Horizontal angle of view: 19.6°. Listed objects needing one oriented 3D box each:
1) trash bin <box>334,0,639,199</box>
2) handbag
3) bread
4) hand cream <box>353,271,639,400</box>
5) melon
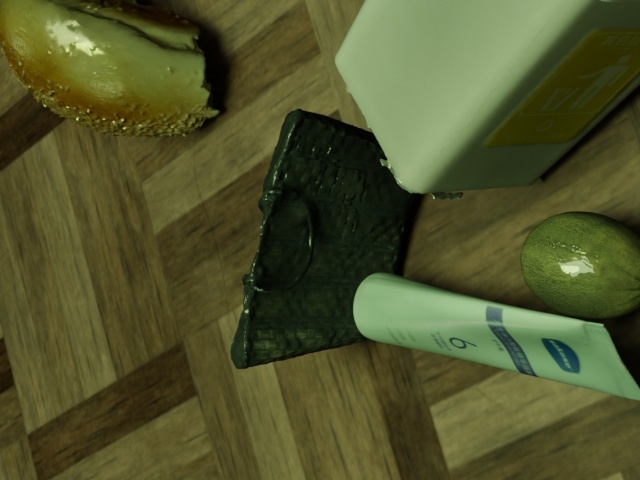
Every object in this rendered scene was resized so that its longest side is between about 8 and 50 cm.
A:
[{"bbox_3d":[0.180,-0.237,1.637,0.367,0.256,0.296,-53,56,42],"label":"trash bin"},{"bbox_3d":[0.000,0.000,1.849,0.089,0.175,0.270,27,110,44],"label":"handbag"},{"bbox_3d":[-0.265,-0.219,2.113,0.314,0.192,0.171,39,115,39],"label":"bread"},{"bbox_3d":[0.160,0.084,1.748,0.321,0.109,0.067,10,55,44],"label":"hand cream"},{"bbox_3d":[0.239,0.023,1.658,0.131,0.098,0.098,13,99,44],"label":"melon"}]
